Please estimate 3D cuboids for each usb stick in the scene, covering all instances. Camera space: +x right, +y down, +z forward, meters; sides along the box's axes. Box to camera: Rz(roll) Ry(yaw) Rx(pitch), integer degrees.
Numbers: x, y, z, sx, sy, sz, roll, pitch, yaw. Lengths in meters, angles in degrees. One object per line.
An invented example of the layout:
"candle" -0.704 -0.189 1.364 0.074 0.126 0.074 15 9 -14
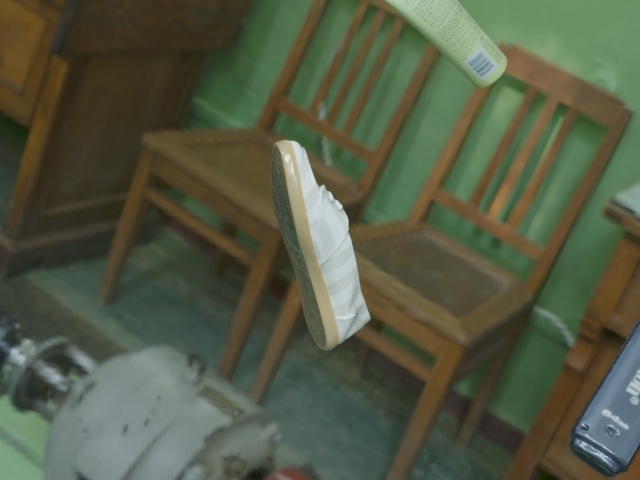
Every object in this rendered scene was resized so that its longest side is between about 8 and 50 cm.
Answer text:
"usb stick" 0.370 0.137 1.486 0.077 0.045 0.278 37 68 2

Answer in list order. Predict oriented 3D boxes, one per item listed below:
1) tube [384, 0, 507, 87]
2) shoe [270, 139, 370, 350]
"tube" 0.168 -0.309 1.849 0.240 0.062 0.070 40 38 -33
"shoe" 0.000 0.000 1.268 0.058 0.219 0.076 -20 27 -13
